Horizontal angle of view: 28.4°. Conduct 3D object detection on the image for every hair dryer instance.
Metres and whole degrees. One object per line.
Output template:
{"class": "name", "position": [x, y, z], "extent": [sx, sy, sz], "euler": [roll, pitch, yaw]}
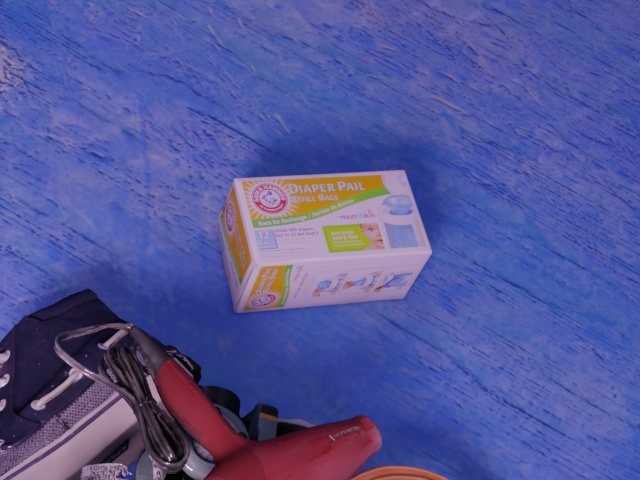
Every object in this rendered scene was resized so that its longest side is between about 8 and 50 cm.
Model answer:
{"class": "hair dryer", "position": [-0.087, 0.163, 1.074], "extent": [0.293, 0.080, 0.223], "euler": [11, 52, -13]}

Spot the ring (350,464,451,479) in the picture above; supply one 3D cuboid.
{"class": "ring", "position": [0.095, 0.367, 1.134], "extent": [0.337, 0.032, 0.336], "euler": [23, 52, -33]}

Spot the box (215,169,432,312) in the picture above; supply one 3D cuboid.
{"class": "box", "position": [0.000, 0.000, 1.374], "extent": [0.203, 0.103, 0.114], "euler": [-5, 59, -21]}

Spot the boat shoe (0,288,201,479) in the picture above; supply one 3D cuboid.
{"class": "boat shoe", "position": [-0.277, 0.179, 1.162], "extent": [0.158, 0.127, 0.340], "euler": [38, 46, 17]}

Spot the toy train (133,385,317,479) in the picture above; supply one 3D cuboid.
{"class": "toy train", "position": [-0.076, 0.294, 1.139], "extent": [0.190, 0.142, 0.334], "euler": [20, 50, -20]}
